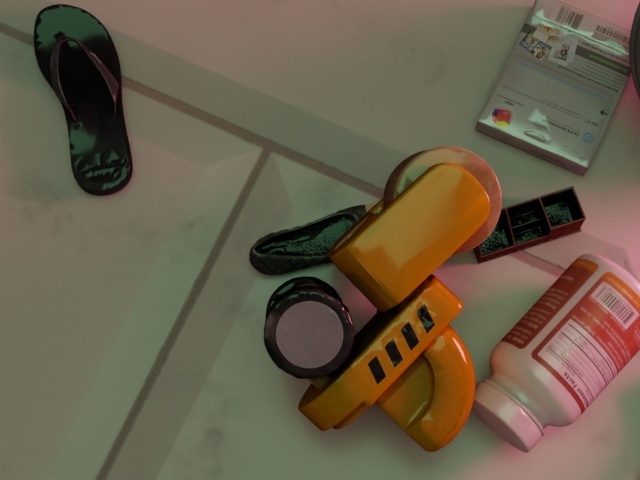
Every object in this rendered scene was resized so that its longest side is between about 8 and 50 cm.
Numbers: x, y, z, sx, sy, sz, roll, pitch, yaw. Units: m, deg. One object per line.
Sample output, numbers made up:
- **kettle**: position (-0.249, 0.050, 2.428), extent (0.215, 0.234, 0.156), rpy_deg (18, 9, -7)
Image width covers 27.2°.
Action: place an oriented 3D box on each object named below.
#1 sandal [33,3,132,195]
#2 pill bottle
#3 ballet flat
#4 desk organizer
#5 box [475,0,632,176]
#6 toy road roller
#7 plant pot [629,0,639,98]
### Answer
- **sandal**: position (-0.283, -0.181, 1.608), extent (0.097, 0.054, 0.254), rpy_deg (-19, 75, -4)
- **pill bottle**: position (0.268, 0.128, 1.474), extent (0.121, 0.121, 0.216), rpy_deg (43, 80, 12)
- **ballet flat**: position (0.000, 0.000, 1.553), extent (0.173, 0.049, 0.057), rpy_deg (-21, 76, -4)
- **desk organizer**: position (0.241, -0.019, 1.551), extent (0.130, 0.050, 0.047), rpy_deg (-18, 75, -3)
- **box**: position (0.292, -0.190, 1.604), extent (0.145, 0.038, 0.186), rpy_deg (24, 76, 8)
- **toy road roller**: position (0.101, 0.077, 1.448), extent (0.240, 0.202, 0.329), rpy_deg (44, 90, -3)
- **plant pot**: position (0.491, -0.204, 1.456), extent (0.293, 0.196, 0.293), rpy_deg (3, 104, 12)
